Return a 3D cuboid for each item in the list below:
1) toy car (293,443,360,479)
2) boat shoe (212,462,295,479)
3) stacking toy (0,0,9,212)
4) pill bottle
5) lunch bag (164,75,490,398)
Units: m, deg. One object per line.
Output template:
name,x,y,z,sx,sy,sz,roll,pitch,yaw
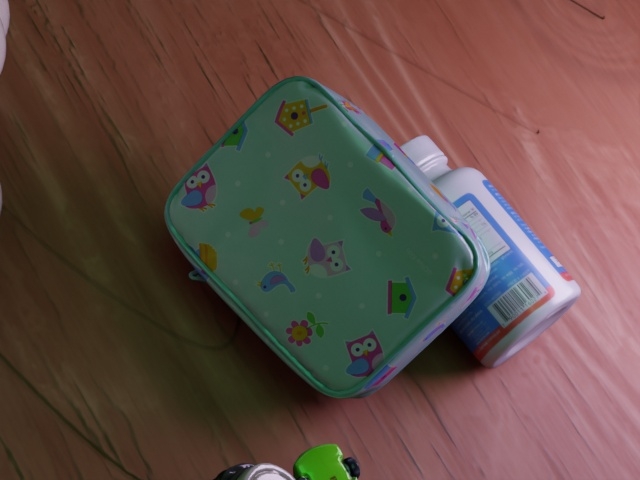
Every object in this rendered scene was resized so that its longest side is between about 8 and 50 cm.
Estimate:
toy car,0.043,0.287,1.356,0.239,0.053,0.225,-21,69,-28
boat shoe,-0.086,0.349,1.268,0.112,0.095,0.335,29,57,-31
stacking toy,-0.501,-0.100,1.240,0.480,0.350,0.350,2,61,-11
pill bottle,0.142,0.006,1.507,0.124,0.124,0.221,-31,74,-30
lunch bag,0.000,0.000,1.426,0.224,0.108,0.279,-46,77,9
